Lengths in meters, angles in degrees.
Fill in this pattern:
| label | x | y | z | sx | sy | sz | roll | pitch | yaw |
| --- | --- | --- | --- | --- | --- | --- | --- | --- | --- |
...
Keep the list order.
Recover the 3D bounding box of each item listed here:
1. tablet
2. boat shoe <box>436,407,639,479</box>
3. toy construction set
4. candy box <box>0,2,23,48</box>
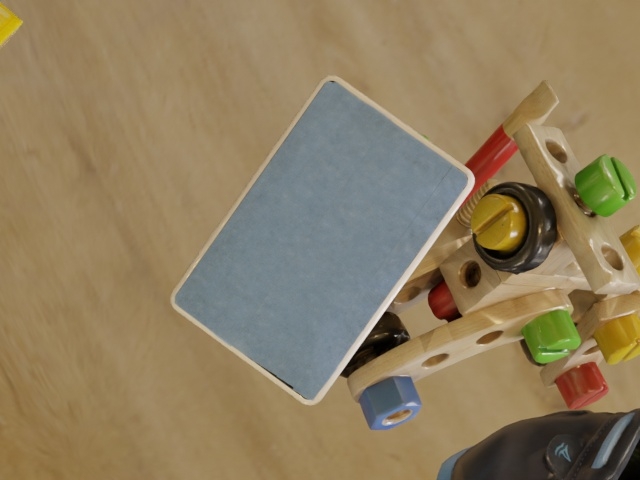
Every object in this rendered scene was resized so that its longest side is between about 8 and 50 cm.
| label | x | y | z | sx | sy | sz | roll | pitch | yaw |
| --- | --- | --- | --- | --- | --- | --- | --- | --- | --- |
| tablet | 0.000 | 0.000 | 0.481 | 0.054 | 0.006 | 0.083 | 36 | 94 | 5 |
| boat shoe | 0.081 | 0.125 | 0.490 | 0.089 | 0.258 | 0.109 | -26 | 121 | 17 |
| toy construction set | 0.155 | -0.005 | 1.169 | 0.257 | 0.237 | 0.309 | 21 | 41 | -23 |
| candy box | -0.293 | -0.191 | 1.087 | 0.206 | 0.105 | 0.027 | 40 | 108 | -11 |
